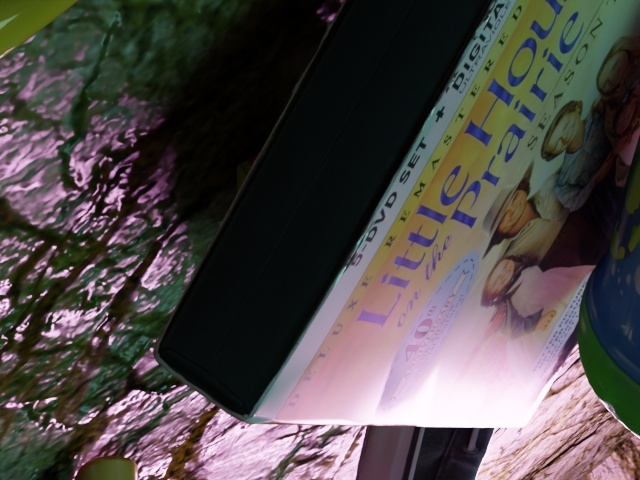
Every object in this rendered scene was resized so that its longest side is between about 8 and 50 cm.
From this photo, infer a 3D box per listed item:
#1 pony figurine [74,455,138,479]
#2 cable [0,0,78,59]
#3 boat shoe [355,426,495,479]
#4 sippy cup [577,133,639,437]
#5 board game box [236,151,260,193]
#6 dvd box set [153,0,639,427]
[{"bbox_3d":[-0.109,0.373,0.867,0.302,0.364,0.351,1,143,-19],"label":"pony figurine"},{"bbox_3d":[-0.035,-0.146,0.425,0.287,0.072,0.139,-34,146,-32],"label":"cable"},{"bbox_3d":[0.075,0.222,0.970,0.121,0.119,0.335,97,6,-63],"label":"boat shoe"},{"bbox_3d":[0.265,-0.021,0.727,0.240,0.305,0.224,-14,125,-19],"label":"sippy cup"},{"bbox_3d":[0.000,0.000,0.760,0.092,0.043,0.181,-31,157,-21],"label":"board game box"},{"bbox_3d":[0.107,-0.041,0.724,0.308,0.062,0.420,-60,155,5],"label":"dvd box set"}]
